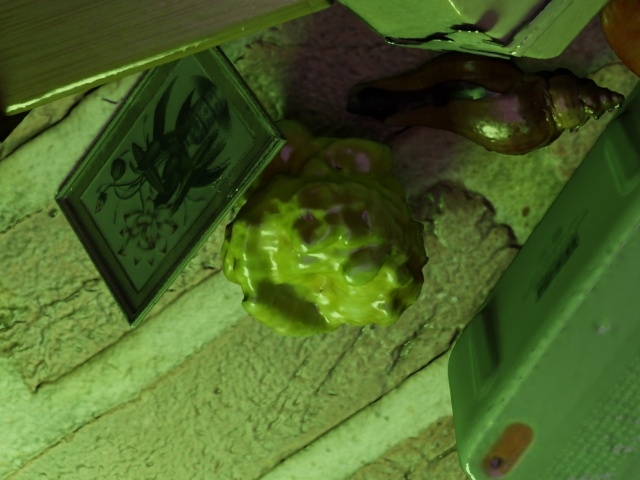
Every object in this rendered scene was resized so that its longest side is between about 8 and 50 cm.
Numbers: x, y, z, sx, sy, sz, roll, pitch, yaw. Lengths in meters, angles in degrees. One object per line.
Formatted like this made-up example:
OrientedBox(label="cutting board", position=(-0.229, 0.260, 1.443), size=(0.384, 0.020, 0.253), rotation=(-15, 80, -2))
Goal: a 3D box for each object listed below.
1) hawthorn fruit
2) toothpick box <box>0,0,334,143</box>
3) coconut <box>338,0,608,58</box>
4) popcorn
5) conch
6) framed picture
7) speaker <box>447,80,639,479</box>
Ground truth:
OrientedBox(label="hawthorn fruit", position=(0.291, -0.197, 1.241), size=(0.125, 0.125, 0.140), rotation=(6, 115, 3))
OrientedBox(label="toothpick box", position=(-0.153, -0.225, 1.240), size=(0.308, 0.190, 0.187), rotation=(-16, 110, 13))
OrientedBox(label="coconut", position=(0.111, -0.285, 1.128), size=(0.323, 0.323, 0.323), rotation=(2, 114, 5))
OrientedBox(label="popcorn", position=(0.003, -0.004, 1.343), size=(0.197, 0.155, 0.197), rotation=(5, 139, 5))
OrientedBox(label="conch", position=(0.140, -0.119, 1.318), size=(0.232, 0.080, 0.086), rotation=(11, 107, 2))
OrientedBox(label="framed picture", position=(-0.138, -0.061, 1.348), size=(0.010, 0.173, 0.231), rotation=(11, 125, -50))
OrientedBox(label="speaker", position=(0.270, 0.052, 1.324), size=(0.183, 0.184, 0.406), rotation=(29, 113, -8))
